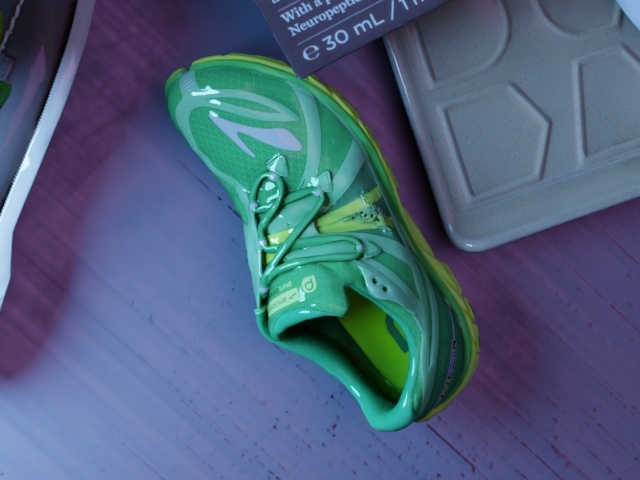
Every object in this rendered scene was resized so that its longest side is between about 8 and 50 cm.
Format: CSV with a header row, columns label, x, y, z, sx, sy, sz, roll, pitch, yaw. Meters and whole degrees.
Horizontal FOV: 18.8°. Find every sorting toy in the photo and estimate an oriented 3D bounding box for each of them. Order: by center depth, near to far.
label,x,y,z,sx,sy,sz,roll,pitch,yaw
sorting toy,0.196,-0.140,1.407,0.307,0.041,0.229,-19,88,-17

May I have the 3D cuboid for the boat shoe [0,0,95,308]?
label,x,y,z,sx,sy,sz,roll,pitch,yaw
boat shoe,-0.227,-0.068,1.254,0.096,0.116,0.324,18,90,-17

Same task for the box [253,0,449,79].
label,x,y,z,sx,sy,sz,roll,pitch,yaw
box,-0.021,-0.310,1.197,0.191,0.143,0.381,-27,123,8

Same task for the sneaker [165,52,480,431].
label,x,y,z,sx,sy,sz,roll,pitch,yaw
sneaker,0.000,0.000,1.296,0.295,0.109,0.123,52,36,-8

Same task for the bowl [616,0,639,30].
label,x,y,z,sx,sy,sz,roll,pitch,yaw
bowl,0.343,-0.259,1.373,0.298,0.134,0.298,3,80,-14

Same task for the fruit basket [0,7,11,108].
label,x,y,z,sx,sy,sz,roll,pitch,yaw
fruit basket,-0.359,-0.181,1.089,0.283,0.392,0.392,-24,95,-14
